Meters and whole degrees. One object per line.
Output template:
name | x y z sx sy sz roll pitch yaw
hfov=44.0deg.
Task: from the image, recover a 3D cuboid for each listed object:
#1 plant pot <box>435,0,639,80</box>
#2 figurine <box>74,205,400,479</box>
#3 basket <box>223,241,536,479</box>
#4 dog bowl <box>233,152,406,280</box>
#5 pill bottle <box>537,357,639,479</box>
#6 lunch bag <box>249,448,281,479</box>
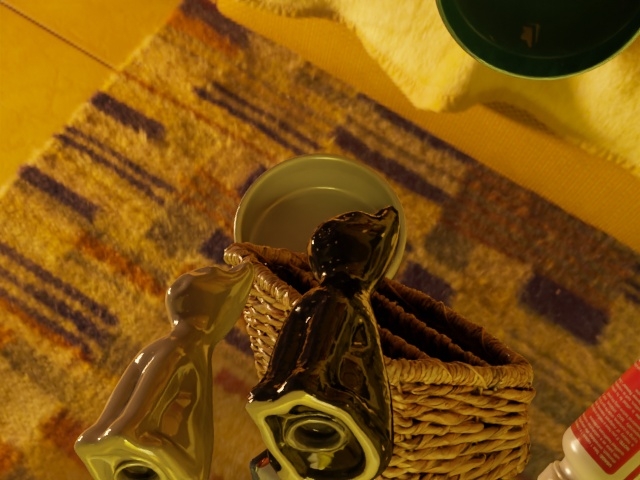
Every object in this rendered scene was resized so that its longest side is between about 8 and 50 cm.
plant pot | 0.308 -0.398 1.051 0.272 0.271 0.255 22 48 2
figurine | -0.046 0.070 0.545 0.215 0.092 0.209 -19 33 25
basket | 0.071 0.107 0.819 0.214 0.223 0.299 -24 31 -24
dog bowl | 0.000 0.000 1.249 0.265 0.104 0.264 0 64 1
pill bottle | 0.636 0.398 1.568 0.229 0.229 0.407 45 102 14
lunch bag | 0.111 0.458 1.557 0.386 0.238 0.328 -27 33 -37
